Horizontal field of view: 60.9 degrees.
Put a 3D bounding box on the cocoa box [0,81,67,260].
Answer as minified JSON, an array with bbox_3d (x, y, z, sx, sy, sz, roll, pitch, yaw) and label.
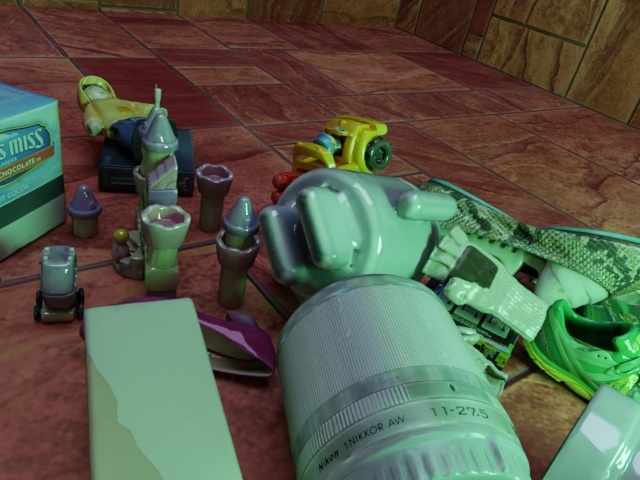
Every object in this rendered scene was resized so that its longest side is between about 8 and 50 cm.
[{"bbox_3d":[-0.577,-0.086,0.777,0.232,0.227,0.347,19,32,10],"label":"cocoa box"}]

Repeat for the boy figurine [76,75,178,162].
[{"bbox_3d":[-0.410,-0.260,1.135,0.177,0.092,0.285,-24,48,-38],"label":"boy figurine"}]

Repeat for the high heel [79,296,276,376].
[{"bbox_3d":[-0.180,0.138,0.706,0.244,0.082,0.117,11,19,-28],"label":"high heel"}]

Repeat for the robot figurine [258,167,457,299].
[{"bbox_3d":[0.062,-0.008,0.863,0.300,0.199,0.354,-19,-10,34],"label":"robot figurine"}]

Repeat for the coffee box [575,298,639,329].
[{"bbox_3d":[0.554,0.157,0.973,0.184,0.040,0.113,21,32,14],"label":"coffee box"}]

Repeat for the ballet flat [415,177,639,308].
[{"bbox_3d":[0.358,0.034,0.993,0.483,0.164,0.182,22,75,28],"label":"ballet flat"}]

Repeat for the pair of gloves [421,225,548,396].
[{"bbox_3d":[0.208,0.115,0.790,0.204,0.042,0.240,41,66,7],"label":"pair of gloves"}]

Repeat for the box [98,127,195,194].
[{"bbox_3d":[-0.365,-0.178,1.160,0.184,0.059,0.232,3,33,-16],"label":"box"}]

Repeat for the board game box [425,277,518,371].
[{"bbox_3d":[0.240,0.129,0.900,0.170,0.048,0.141,27,32,21],"label":"board game box"}]

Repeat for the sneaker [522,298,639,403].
[{"bbox_3d":[0.447,0.192,0.797,0.296,0.123,0.109,31,36,21],"label":"sneaker"}]

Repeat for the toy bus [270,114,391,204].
[{"bbox_3d":[0.007,-0.128,1.029,0.212,0.220,0.150,-5,21,-42],"label":"toy bus"}]

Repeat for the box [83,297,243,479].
[{"bbox_3d":[-0.162,0.210,0.537,0.121,0.147,0.311,-3,34,-23],"label":"box"}]

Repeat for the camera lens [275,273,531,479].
[{"bbox_3d":[0.073,0.187,0.585,0.220,0.219,0.274,3,33,-15],"label":"camera lens"}]

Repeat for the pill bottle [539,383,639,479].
[{"bbox_3d":[0.399,0.312,0.513,0.363,0.210,0.210,31,36,29],"label":"pill bottle"}]

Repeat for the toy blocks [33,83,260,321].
[{"bbox_3d":[-0.263,-0.067,0.830,0.309,0.260,0.288,-1,35,-22],"label":"toy blocks"}]

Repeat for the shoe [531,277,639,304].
[{"bbox_3d":[0.519,0.087,1.057,0.219,0.076,0.058,18,59,17],"label":"shoe"}]
